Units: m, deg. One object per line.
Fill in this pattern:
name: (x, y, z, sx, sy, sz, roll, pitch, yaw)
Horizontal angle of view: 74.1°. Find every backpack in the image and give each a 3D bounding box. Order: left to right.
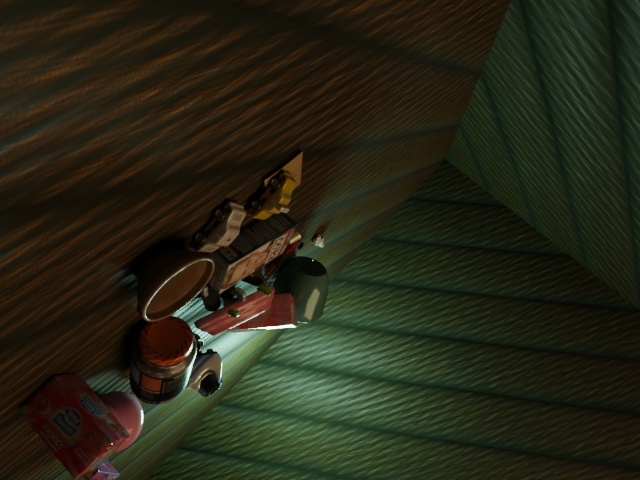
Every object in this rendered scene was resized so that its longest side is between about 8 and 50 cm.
backpack: (-0.629, 0.779, 2.378, 0.117, 0.158, 0.173, -38, 178, -5)

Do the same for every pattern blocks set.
pattern blocks set: (-0.198, 0.129, 2.122, 0.325, 0.026, 0.285, -49, 166, 5)

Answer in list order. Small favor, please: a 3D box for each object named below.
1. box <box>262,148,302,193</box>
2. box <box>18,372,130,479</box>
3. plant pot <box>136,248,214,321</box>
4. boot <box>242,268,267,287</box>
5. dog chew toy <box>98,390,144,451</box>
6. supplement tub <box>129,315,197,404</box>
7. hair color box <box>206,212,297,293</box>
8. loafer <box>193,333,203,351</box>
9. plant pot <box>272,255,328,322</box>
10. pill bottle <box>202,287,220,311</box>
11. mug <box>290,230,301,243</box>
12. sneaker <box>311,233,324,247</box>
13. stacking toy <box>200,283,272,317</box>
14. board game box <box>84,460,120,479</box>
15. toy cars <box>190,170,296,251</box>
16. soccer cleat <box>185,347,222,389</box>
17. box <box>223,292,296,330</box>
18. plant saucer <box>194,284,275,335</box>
box: (-0.127, -0.200, 1.423, 0.164, 0.021, 0.201, -43, 166, -20)
box: (-0.684, 0.511, 1.189, 0.128, 0.257, 0.122, -45, 169, -10)
plant pot: (-0.420, 0.102, 1.176, 0.237, 0.110, 0.237, -43, 166, -14)
boot: (-0.267, 0.129, 1.764, 0.305, 0.112, 0.115, 83, 26, -81)
dog chew toy: (-0.762, 0.628, 1.435, 0.206, 0.206, 0.332, -48, 159, 1)
supplement tub: (-0.543, 0.412, 1.461, 0.207, 0.207, 0.338, -35, 162, -43)
hair color box: (-0.250, 0.032, 1.518, 0.347, 0.105, 0.174, -34, 160, -44)
loafer: (-0.554, 0.452, 1.796, 0.094, 0.087, 0.251, -46, 166, -7)
plant pot: (-0.090, 0.221, 2.085, 0.293, 0.293, 0.235, -26, 141, -58)
pill bottle: (-0.419, 0.226, 1.626, 0.065, 0.065, 0.116, -41, 165, -25)
mug: (-0.131, -0.023, 1.869, 0.064, 0.078, 0.062, -37, -162, -7)
sneaker: (0.000, 0.000, 2.321, 0.061, 0.054, 0.152, -52, 166, 7)
stacking toy: (-0.308, 0.172, 1.513, 0.167, 0.221, 0.052, -35, 139, -37)
board game box: (-0.869, 0.812, 1.582, 0.056, 0.208, 0.347, -40, 165, -29)
toy cars: (-0.215, -0.073, 1.312, 0.394, 0.087, 0.176, -35, 162, -29)
soccer cleat: (-0.559, 0.542, 1.700, 0.331, 0.143, 0.116, -13, 159, -16)
box: (-0.266, 0.323, 1.881, 0.300, 0.142, 0.154, -6, 165, 4)
plant saucer: (-0.321, 0.280, 1.655, 0.332, 0.084, 0.332, -26, 176, -2)
